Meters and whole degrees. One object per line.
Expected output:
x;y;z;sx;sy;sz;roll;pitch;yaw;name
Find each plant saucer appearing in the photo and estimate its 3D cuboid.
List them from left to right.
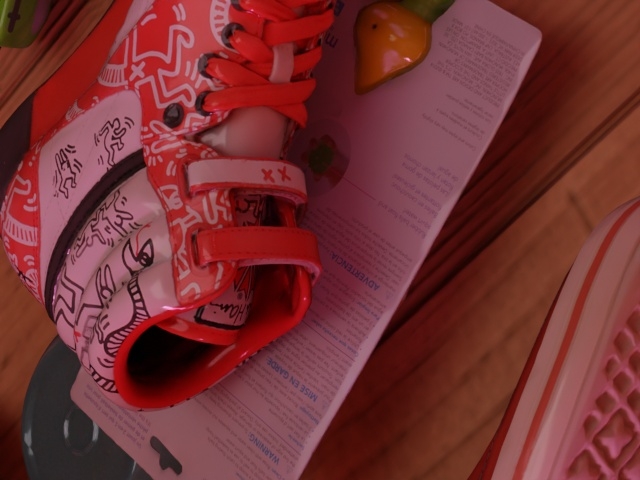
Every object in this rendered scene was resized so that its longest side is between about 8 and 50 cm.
-0.106;0.088;0.850;0.119;0.021;0.119;-4;84;43;plant saucer

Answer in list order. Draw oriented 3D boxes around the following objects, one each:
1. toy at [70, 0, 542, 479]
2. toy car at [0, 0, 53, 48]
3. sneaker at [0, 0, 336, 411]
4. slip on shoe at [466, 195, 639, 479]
0.000;0.000;0.736;0.137;0.056;0.237;38;107;42;toy
-0.120;-0.110;0.860;0.225;0.053;0.239;26;103;42;toy car
-0.024;-0.059;0.673;0.270;0.090;0.145;-53;51;26;sneaker
0.061;0.132;0.630;0.101;0.123;0.331;35;114;43;slip on shoe
